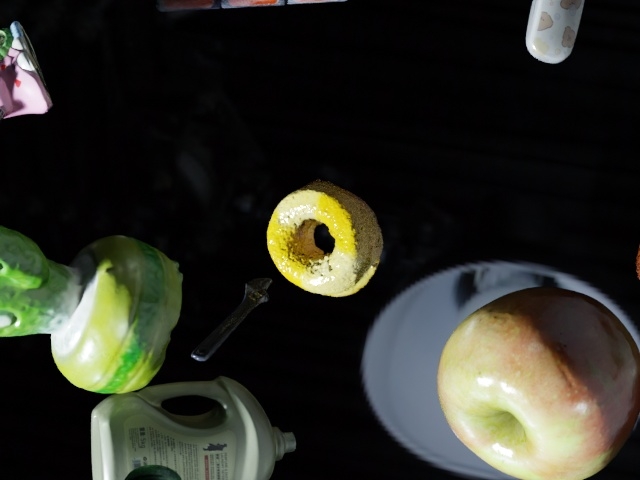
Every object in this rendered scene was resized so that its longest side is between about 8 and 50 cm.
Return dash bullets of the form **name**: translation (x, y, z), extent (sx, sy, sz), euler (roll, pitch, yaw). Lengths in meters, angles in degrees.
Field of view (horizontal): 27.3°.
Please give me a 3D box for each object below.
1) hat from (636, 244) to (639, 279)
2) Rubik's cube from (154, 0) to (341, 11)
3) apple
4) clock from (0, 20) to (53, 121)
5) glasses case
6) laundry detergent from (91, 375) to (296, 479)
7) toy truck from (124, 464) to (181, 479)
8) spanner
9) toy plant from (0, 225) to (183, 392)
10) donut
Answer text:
- **hat**: translation (0.453, 0.008, 1.611), extent (0.112, 0.093, 0.162), euler (-50, -4, -22)
- **Rubik's cube**: translation (-0.107, -0.539, 1.898), extent (0.304, 0.305, 0.301), euler (99, 169, -65)
- **apple**: translation (0.350, 0.217, 2.055), extent (0.277, 0.319, 0.319), euler (-47, -28, -34)
- **clock**: translation (-0.486, -0.212, 1.854), extent (0.194, 0.195, 0.100), euler (58, 172, 48)
- **glasses case**: translation (0.309, -0.310, 1.716), extent (0.041, 0.063, 0.164), euler (157, 129, -71)
- **laundry detergent**: translation (-0.154, 0.262, 1.647), extent (0.091, 0.253, 0.181), euler (-167, 74, -69)
- **toy truck**: translation (-0.140, 0.359, 1.458), extent (0.156, 0.278, 0.155), euler (-55, 27, 39)
- **spanner**: translation (-0.126, 0.112, 1.910), extent (0.208, 0.046, 0.012), euler (-48, -38, -46)
- **toy plant**: translation (-0.333, 0.062, 1.496), extent (0.224, 0.315, 0.184), euler (-35, 46, 47)
- **donut**: translation (0.000, 0.000, 1.880), extent (0.065, 0.178, 0.162), euler (-4, -71, -55)
